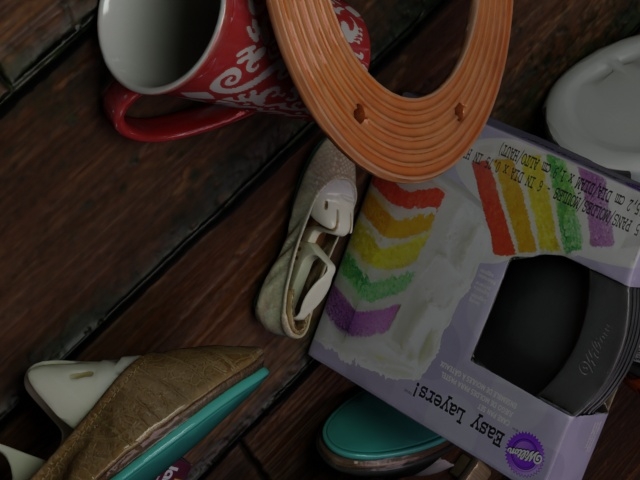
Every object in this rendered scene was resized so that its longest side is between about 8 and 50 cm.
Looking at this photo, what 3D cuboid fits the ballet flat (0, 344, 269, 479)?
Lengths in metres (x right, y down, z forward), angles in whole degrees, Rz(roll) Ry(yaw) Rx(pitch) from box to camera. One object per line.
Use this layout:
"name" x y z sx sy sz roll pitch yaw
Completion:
"ballet flat" -0.191 0.164 0.980 0.342 0.124 0.116 -45 171 -12

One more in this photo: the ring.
"ring" 0.049 -0.208 0.990 0.336 0.032 0.337 3 86 -56

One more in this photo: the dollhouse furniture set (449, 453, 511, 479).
"dollhouse furniture set" 0.215 0.250 1.441 0.182 0.101 0.161 -54 138 -8

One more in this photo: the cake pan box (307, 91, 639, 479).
"cake pan box" 0.137 0.038 1.125 0.070 0.267 0.246 3 111 -51

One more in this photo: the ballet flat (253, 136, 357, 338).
"ballet flat" 0.000 0.000 1.126 0.057 0.052 0.168 11 103 -47

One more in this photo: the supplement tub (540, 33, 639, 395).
"supplement tub" 0.333 -0.009 1.338 0.207 0.207 0.338 -41 135 -21

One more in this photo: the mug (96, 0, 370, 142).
"mug" -0.065 -0.135 0.972 0.169 0.150 0.113 8 69 -51

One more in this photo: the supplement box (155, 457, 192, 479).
"supplement box" -0.148 0.178 1.084 0.083 0.043 0.055 26 91 -49

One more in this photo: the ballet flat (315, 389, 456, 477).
"ballet flat" 0.110 0.160 1.299 0.280 0.095 0.096 -27 140 -32
